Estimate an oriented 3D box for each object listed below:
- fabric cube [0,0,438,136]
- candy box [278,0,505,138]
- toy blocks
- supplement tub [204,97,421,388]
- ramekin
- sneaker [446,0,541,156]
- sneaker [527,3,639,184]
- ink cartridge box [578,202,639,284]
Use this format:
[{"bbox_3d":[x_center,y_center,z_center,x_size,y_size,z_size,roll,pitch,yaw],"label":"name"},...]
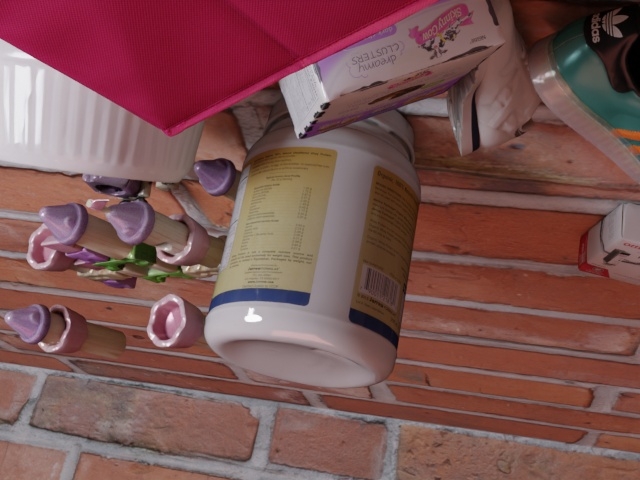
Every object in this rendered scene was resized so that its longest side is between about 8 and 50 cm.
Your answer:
[{"bbox_3d":[-0.089,-0.258,0.500,0.259,0.254,0.258,-21,147,32],"label":"fabric cube"},{"bbox_3d":[0.056,-0.164,0.805,0.164,0.070,0.196,-19,180,-9],"label":"candy box"},{"bbox_3d":[-0.275,-0.011,1.141,0.288,0.309,0.260,-8,159,35],"label":"toy blocks"},{"bbox_3d":[0.000,0.000,1.059,0.228,0.316,0.228,10,157,4],"label":"supplement tub"},{"bbox_3d":[-0.253,-0.140,0.962,0.272,0.127,0.273,8,-175,-1],"label":"ramekin"},{"bbox_3d":[0.182,-0.176,0.888,0.094,0.090,0.235,-10,156,2],"label":"sneaker"},{"bbox_3d":[0.347,-0.131,0.861,0.302,0.108,0.121,22,153,-32],"label":"sneaker"},{"bbox_3d":[0.434,0.007,1.212,0.099,0.056,0.135,14,158,-4],"label":"ink cartridge box"}]
